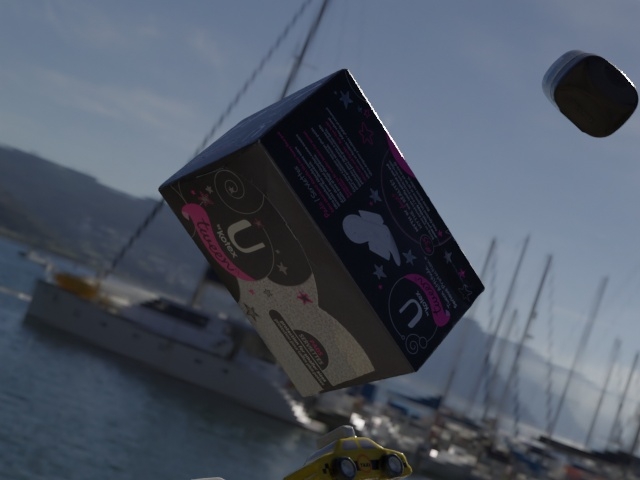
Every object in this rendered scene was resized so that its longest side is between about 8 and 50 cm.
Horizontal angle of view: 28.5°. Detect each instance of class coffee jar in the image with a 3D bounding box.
[{"bbox_3d":[0.312,-0.172,1.463,0.096,0.079,0.184,42,12,-3],"label":"coffee jar"}]

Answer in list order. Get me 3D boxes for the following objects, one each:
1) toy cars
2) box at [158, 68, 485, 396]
[{"bbox_3d":[-0.070,0.333,1.735,0.394,0.087,0.176,-15,-23,-6],"label":"toy cars"},{"bbox_3d":[0.000,0.000,1.152,0.163,0.142,0.247,-21,-73,47],"label":"box"}]
